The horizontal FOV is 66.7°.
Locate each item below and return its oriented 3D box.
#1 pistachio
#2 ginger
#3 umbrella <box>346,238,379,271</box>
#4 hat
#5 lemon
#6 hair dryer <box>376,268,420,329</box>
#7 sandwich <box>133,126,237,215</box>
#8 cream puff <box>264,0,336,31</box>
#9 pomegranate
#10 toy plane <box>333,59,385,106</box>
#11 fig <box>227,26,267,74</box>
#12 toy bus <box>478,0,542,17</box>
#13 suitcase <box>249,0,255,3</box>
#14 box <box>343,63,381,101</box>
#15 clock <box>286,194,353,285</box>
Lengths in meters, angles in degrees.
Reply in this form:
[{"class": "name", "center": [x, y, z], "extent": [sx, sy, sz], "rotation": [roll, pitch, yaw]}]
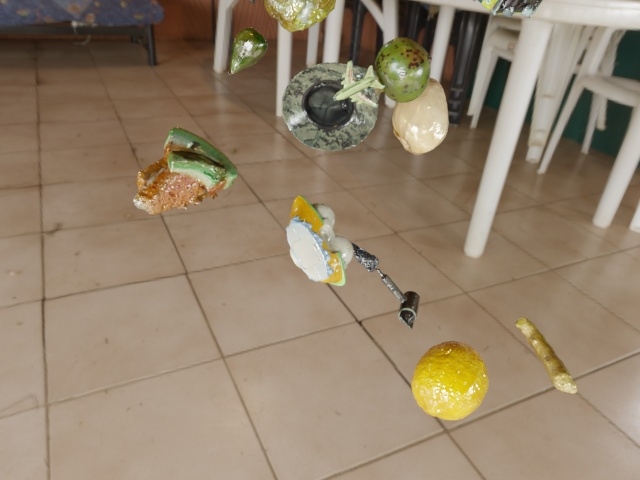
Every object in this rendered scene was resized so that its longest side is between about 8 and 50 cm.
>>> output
[{"class": "pistachio", "center": [0.402, -0.488, 1.944], "extent": [0.230, 0.230, 0.308], "rotation": [14, 73, 13]}, {"class": "ginger", "center": [0.779, 0.391, 1.689], "extent": [0.118, 0.065, 0.298], "rotation": [31, 28, -45]}, {"class": "umbrella", "center": [0.164, 0.056, 2.131], "extent": [0.071, 0.080, 0.224], "rotation": [-13, 34, -31]}, {"class": "hat", "center": [0.020, -0.384, 1.369], "extent": [0.266, 0.265, 0.128], "rotation": [1, 30, -8]}, {"class": "lemon", "center": [0.260, 0.273, 0.965], "extent": [0.142, 0.142, 0.187], "rotation": [23, 41, 26]}, {"class": "hair dryer", "center": [0.298, 0.219, 1.951], "extent": [0.248, 0.078, 0.195], "rotation": [48, 27, -6]}, {"class": "sandwich", "center": [-0.421, -0.195, 1.429], "extent": [0.250, 0.162, 0.301], "rotation": [41, 66, 1]}, {"class": "cream puff", "center": [-0.070, -0.837, 1.598], "extent": [0.282, 0.281, 0.185], "rotation": [6, 44, 1]}, {"class": "pomegranate", "center": [0.243, -0.540, 1.584], "extent": [0.248, 0.202, 0.202], "rotation": [-19, 23, 23]}, {"class": "toy plane", "center": [0.071, -0.302, 0.960], "extent": [0.111, 0.102, 0.040], "rotation": [-11, 31, 45]}, {"class": "fig", "center": [-0.265, -0.650, 1.699], "extent": [0.117, 0.177, 0.117], "rotation": [35, 16, -11]}, {"class": "toy bus", "center": [0.395, -0.523, 1.004], "extent": [0.175, 0.088, 0.101], "rotation": [-22, 64, -37]}, {"class": "suitcase", "center": [-0.128, -0.601, 0.917], "extent": [0.152, 0.229, 0.335], "rotation": [32, 21, -23]}, {"class": "box", "center": [0.135, -0.553, 1.714], "extent": [0.172, 0.124, 0.093], "rotation": [-3, 34, -42]}, {"class": "clock", "center": [0.000, 0.000, 1.127], "extent": [0.103, 0.230, 0.144], "rotation": [-26, 2, 33]}]
